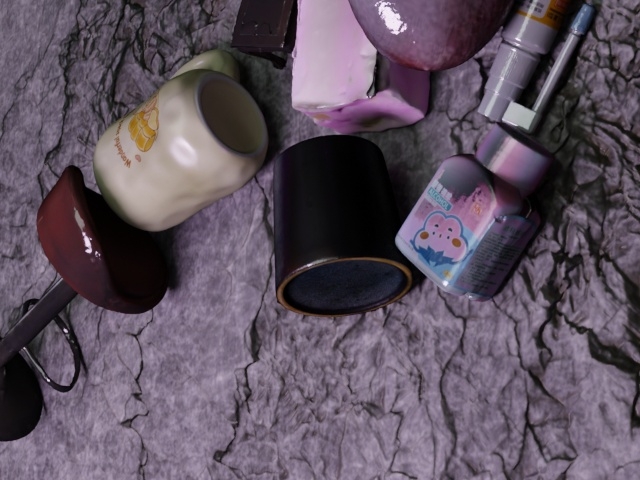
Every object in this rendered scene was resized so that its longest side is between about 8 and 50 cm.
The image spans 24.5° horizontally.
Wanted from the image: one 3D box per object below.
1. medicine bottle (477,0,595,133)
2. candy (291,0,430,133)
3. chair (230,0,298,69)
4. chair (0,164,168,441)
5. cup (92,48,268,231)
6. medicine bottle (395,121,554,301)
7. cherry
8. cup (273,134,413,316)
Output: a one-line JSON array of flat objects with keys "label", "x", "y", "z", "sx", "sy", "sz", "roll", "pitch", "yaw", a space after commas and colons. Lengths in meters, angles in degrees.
[{"label": "medicine bottle", "x": 0.256, "y": -0.237, "z": 1.711, "sx": 0.092, "sy": 0.061, "sz": 0.220, "roll": 27, "pitch": 99, "yaw": 24}, {"label": "candy", "x": 0.055, "y": -0.278, "z": 1.864, "sx": 0.156, "sy": 0.116, "sz": 0.265, "roll": -7, "pitch": 75, "yaw": 43}, {"label": "chair", "x": -0.084, "y": -0.311, "z": 1.926, "sx": 0.106, "sy": 0.229, "sz": 0.113, "roll": 7, "pitch": 81, "yaw": 44}, {"label": "chair", "x": -0.379, "y": 0.085, "z": 2.092, "sx": 0.401, "sy": 0.227, "sz": 0.226, "roll": -44, "pitch": 53, "yaw": 27}, {"label": "cup", "x": -0.171, "y": -0.143, "z": 2.040, "sx": 0.202, "sy": 0.255, "sz": 0.173, "roll": -30, "pitch": 102, "yaw": 35}, {"label": "medicine bottle", "x": 0.185, "y": -0.037, "z": 1.693, "sx": 0.119, "sy": 0.094, "sz": 0.188, "roll": 45, "pitch": 110, "yaw": 42}, {"label": "cherry", "x": 0.128, "y": -0.318, "z": 1.702, "sx": 0.213, "sy": 0.183, "sz": 0.266, "roll": 9, "pitch": 72, "yaw": 0}, {"label": "cup", "x": -0.009, "y": -0.006, "z": 1.820, "sx": 0.239, "sy": 0.166, "sz": 0.176, "roll": -27, "pitch": 58, "yaw": 34}]
